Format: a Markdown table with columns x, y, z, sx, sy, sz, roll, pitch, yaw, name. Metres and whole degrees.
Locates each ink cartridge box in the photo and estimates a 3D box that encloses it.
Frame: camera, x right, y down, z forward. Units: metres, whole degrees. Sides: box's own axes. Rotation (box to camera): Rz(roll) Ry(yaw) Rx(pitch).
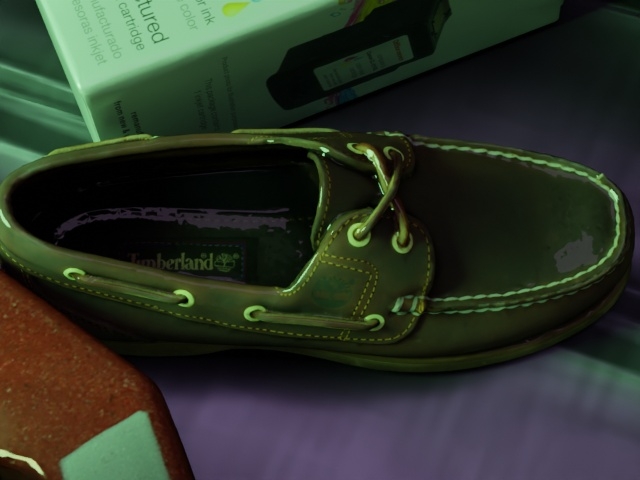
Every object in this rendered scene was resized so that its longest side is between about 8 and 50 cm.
| x | y | z | sx | sy | sz | roll | pitch | yaw | name |
| --- | --- | --- | --- | --- | --- | --- | --- | --- | --- |
| -0.017 | -0.114 | 0.590 | 0.175 | 0.072 | 0.127 | -22 | 66 | -7 | ink cartridge box |

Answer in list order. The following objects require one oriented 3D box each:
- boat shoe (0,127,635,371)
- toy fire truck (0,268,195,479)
| x | y | z | sx | sy | sz | roll | pitch | yaw | name |
| --- | --- | --- | --- | --- | --- | --- | --- | --- | --- |
| 0.000 | 0.000 | 0.538 | 0.207 | 0.073 | 0.073 | -5 | 62 | -1 | boat shoe |
| -0.187 | 0.090 | 0.468 | 0.302 | 0.169 | 0.254 | -20 | 47 | -7 | toy fire truck |
